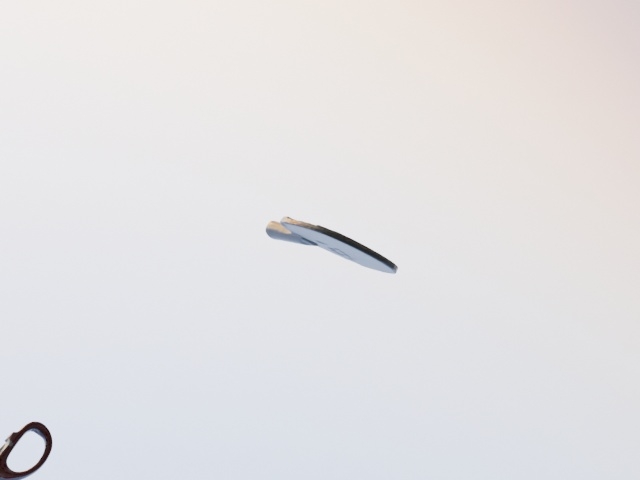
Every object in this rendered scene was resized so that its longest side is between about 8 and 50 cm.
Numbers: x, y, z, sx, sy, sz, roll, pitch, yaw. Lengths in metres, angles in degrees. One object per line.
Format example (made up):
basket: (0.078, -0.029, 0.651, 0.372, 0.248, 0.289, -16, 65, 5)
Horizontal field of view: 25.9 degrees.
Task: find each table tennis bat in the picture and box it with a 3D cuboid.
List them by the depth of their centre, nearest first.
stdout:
table tennis bat: (0.000, 0.000, 1.606, 0.131, 0.022, 0.234, 28, 173, -30)

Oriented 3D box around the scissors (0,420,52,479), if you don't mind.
scissors: (-0.369, 0.257, 1.377, 0.144, 0.017, 0.247, 31, -132, -13)
